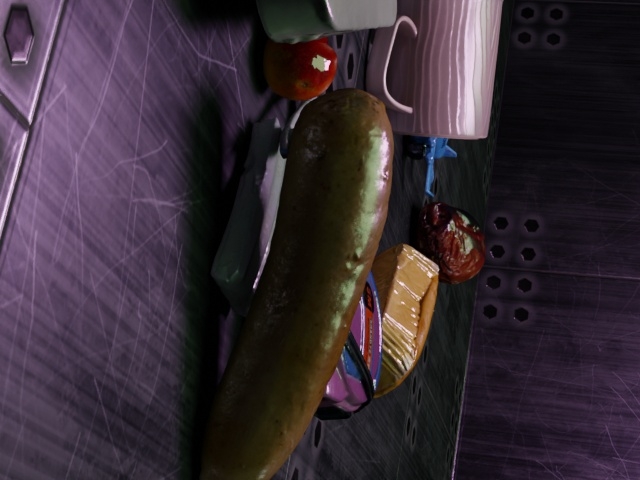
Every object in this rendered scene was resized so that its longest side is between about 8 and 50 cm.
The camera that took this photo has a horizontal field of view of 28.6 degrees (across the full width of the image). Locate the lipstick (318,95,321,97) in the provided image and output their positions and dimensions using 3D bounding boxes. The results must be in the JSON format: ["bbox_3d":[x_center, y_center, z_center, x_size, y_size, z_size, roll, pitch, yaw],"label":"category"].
[{"bbox_3d":[0.000,0.000,1.796,0.077,0.077,0.418,-54,145,-64],"label":"lipstick"}]

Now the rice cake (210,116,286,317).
[{"bbox_3d":[-0.078,-0.029,1.536,0.127,0.043,0.237,70,27,-57],"label":"rice cake"}]

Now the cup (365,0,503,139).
[{"bbox_3d":[0.210,-0.323,2.258,0.288,0.208,0.273,-26,122,-75],"label":"cup"}]

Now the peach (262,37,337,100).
[{"bbox_3d":[-0.028,-0.223,1.573,0.101,0.100,0.101,5,90,-76],"label":"peach"}]

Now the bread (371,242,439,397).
[{"bbox_3d":[0.112,0.132,2.160,0.119,0.152,0.288,45,37,-20],"label":"bread"}]

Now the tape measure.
[{"bbox_3d":[-0.010,0.118,1.662,0.245,0.149,0.231,44,42,-62],"label":"tape measure"}]

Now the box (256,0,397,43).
[{"bbox_3d":[-0.007,-0.430,1.447,0.396,0.111,0.396,-33,116,-72],"label":"box"}]

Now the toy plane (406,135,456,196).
[{"bbox_3d":[0.228,-0.230,2.577,0.271,0.105,0.254,63,34,-63],"label":"toy plane"}]

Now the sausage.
[{"bbox_3d":[-0.020,0.068,1.458,0.136,0.123,0.501,13,97,-37],"label":"sausage"}]

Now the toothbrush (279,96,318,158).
[{"bbox_3d":[-0.014,-0.197,1.675,0.413,0.042,0.035,-80,159,-62],"label":"toothbrush"}]

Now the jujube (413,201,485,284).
[{"bbox_3d":[0.284,-0.001,2.788,0.236,0.168,0.168,58,39,-58],"label":"jujube"}]
